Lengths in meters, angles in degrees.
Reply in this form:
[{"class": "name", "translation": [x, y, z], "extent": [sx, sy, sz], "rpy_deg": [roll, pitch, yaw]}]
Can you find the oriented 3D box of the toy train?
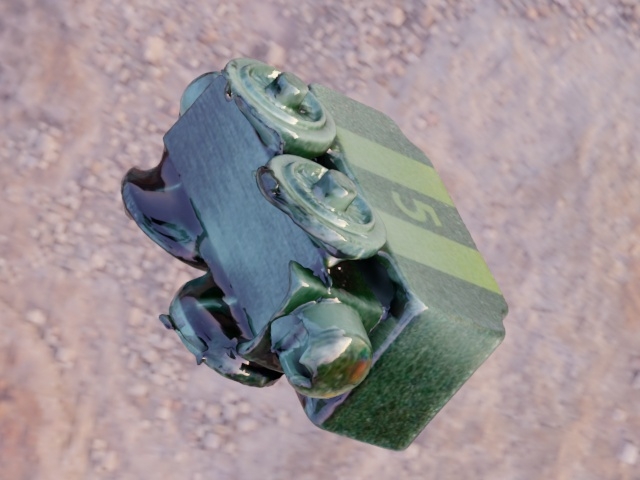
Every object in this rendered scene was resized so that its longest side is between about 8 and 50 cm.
[{"class": "toy train", "translation": [0.000, 0.000, 1.254], "extent": [0.167, 0.238, 0.299], "rpy_deg": [-50, 40, 25]}]
